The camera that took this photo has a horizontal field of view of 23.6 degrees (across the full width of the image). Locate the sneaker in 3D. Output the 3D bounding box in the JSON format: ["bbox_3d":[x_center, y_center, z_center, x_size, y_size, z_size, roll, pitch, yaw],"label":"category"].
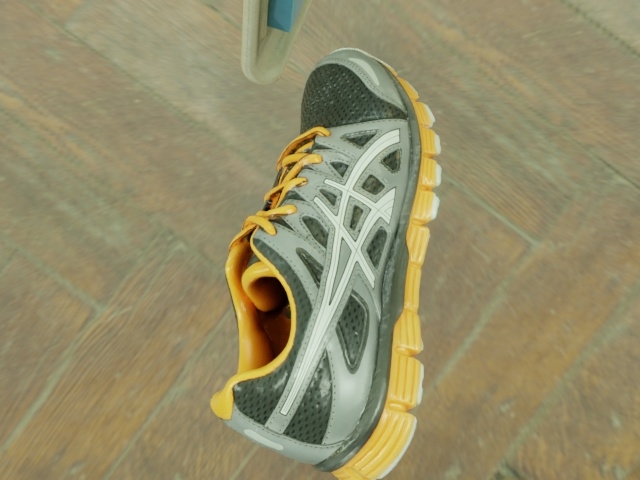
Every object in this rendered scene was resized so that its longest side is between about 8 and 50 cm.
[{"bbox_3d":[0.000,0.000,0.690,0.083,0.084,0.215,16,57,-23],"label":"sneaker"}]

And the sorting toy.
[{"bbox_3d":[-0.005,-0.225,0.936,0.038,0.208,0.193,15,59,10],"label":"sorting toy"}]
